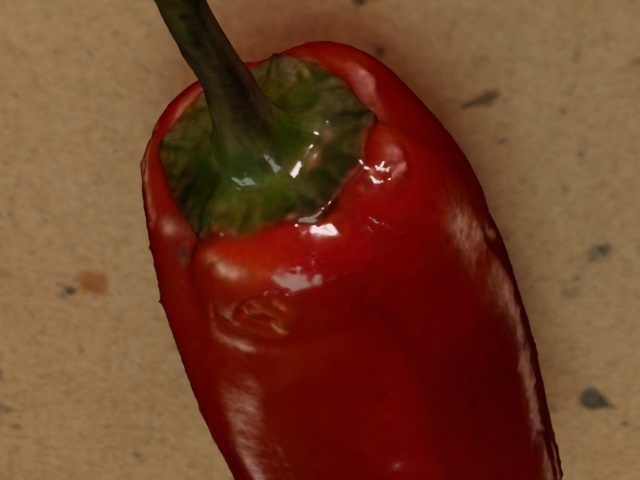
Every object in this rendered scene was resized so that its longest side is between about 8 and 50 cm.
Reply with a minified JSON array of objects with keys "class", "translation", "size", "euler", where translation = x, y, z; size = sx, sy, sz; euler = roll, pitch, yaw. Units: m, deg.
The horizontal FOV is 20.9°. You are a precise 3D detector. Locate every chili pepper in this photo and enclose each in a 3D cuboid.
[{"class":"chili pepper","translation":[-0.002,-0.002,0.662],"size":[0.134,0.131,0.338],"euler":[5,135,35]}]
